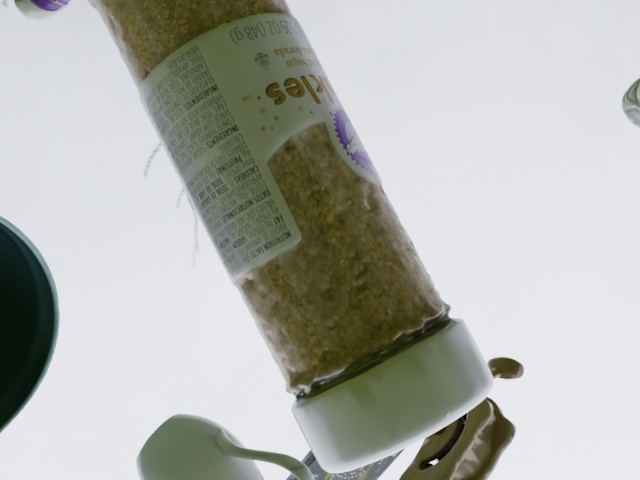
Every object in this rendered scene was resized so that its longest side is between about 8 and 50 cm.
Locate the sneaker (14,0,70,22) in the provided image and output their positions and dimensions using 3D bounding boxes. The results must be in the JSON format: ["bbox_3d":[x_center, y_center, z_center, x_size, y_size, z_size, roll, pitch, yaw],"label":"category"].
[{"bbox_3d":[-0.307,-0.308,0.861,0.071,0.170,0.068,-31,-170,3],"label":"sneaker"}]

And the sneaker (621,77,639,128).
[{"bbox_3d":[0.471,-0.232,1.026,0.090,0.115,0.232,38,-106,6],"label":"sneaker"}]

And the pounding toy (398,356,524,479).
[{"bbox_3d":[0.212,0.294,1.396,0.269,0.155,0.154,-54,-156,-13],"label":"pounding toy"}]

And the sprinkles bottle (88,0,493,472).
[{"bbox_3d":[-0.025,-0.038,0.539,0.121,0.121,0.355,-28,-96,1],"label":"sprinkles bottle"}]

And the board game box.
[{"bbox_3d":[0.030,0.360,1.327,0.186,0.126,0.026,-54,-152,24],"label":"board game box"}]

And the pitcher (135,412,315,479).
[{"bbox_3d":[-0.111,0.287,1.021,0.207,0.125,0.177,35,-63,16],"label":"pitcher"}]

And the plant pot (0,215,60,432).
[{"bbox_3d":[-0.433,0.063,0.816,0.293,0.293,0.196,-47,-135,-14],"label":"plant pot"}]
